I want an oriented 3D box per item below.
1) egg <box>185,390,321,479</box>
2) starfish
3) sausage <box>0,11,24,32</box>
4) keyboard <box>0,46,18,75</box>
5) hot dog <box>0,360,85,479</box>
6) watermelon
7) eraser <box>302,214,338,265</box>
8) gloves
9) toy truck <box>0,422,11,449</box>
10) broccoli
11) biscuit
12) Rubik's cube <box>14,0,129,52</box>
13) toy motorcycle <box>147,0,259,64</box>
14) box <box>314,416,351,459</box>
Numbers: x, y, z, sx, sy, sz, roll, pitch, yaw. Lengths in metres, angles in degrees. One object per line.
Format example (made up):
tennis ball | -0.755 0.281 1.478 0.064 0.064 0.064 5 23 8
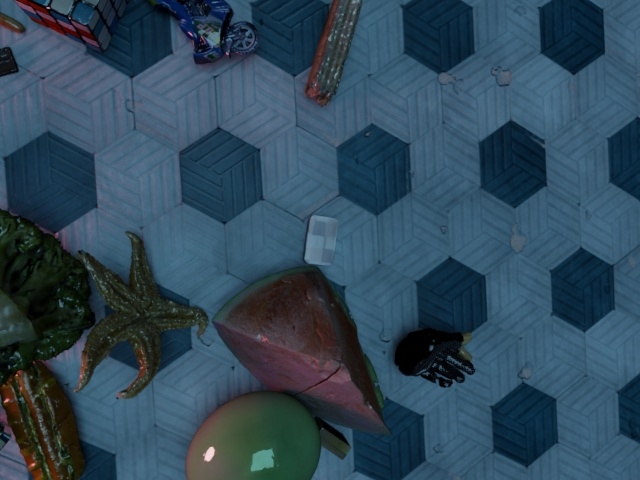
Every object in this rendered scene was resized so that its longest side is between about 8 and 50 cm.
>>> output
egg | -0.131 0.412 1.045 0.270 0.220 0.220 -22 95 0
starfish | -0.366 0.135 1.029 0.299 0.060 0.302 -20 88 -48
sausage | -0.637 -0.436 1.034 0.133 0.024 0.024 24 87 -9
keyboard | -0.669 -0.330 1.037 0.155 0.010 0.053 -18 95 -10
hot dog | -0.538 0.360 1.049 0.115 0.072 0.268 -23 95 -17
watermelon | 0.002 0.202 1.090 0.222 0.320 0.292 -61 143 -32
eraser | 0.000 0.000 1.159 0.065 0.026 0.105 7 90 -13
gloves | 0.262 0.250 1.189 0.181 0.106 0.129 16 90 -39
toy truck | -0.659 0.328 1.014 0.175 0.081 0.067 40 85 -3
broccoli | -0.567 0.112 0.933 0.304 0.283 0.321 -45 116 -17
biscuit | 0.027 -0.402 1.113 0.062 0.108 0.238 16 88 -8
Rubik's cube | -0.456 -0.470 1.000 0.151 0.155 0.154 23 88 -10
toy motorcycle | -0.246 -0.443 1.075 0.254 0.092 0.135 44 93 0
box | 0.020 0.420 1.145 0.083 0.079 0.035 37 84 -9
